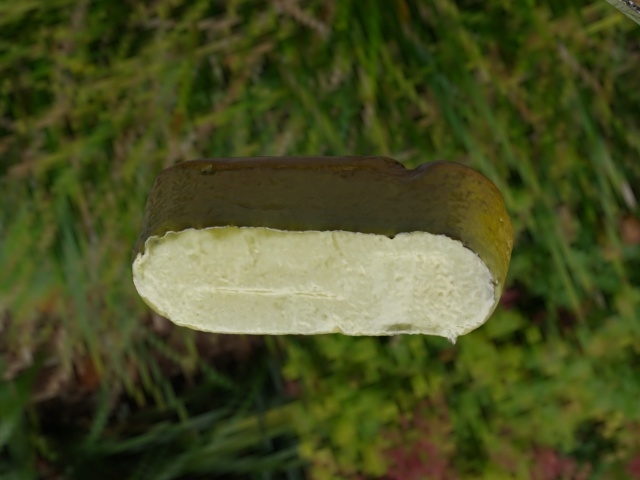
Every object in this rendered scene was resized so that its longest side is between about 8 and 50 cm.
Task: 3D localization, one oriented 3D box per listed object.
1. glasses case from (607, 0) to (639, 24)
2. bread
[{"bbox_3d":[0.275,-0.238,1.474,0.156,0.425,0.098,-51,171,-14],"label":"glasses case"},{"bbox_3d":[0.000,0.000,1.240,0.245,0.094,0.102,0,132,16],"label":"bread"}]
